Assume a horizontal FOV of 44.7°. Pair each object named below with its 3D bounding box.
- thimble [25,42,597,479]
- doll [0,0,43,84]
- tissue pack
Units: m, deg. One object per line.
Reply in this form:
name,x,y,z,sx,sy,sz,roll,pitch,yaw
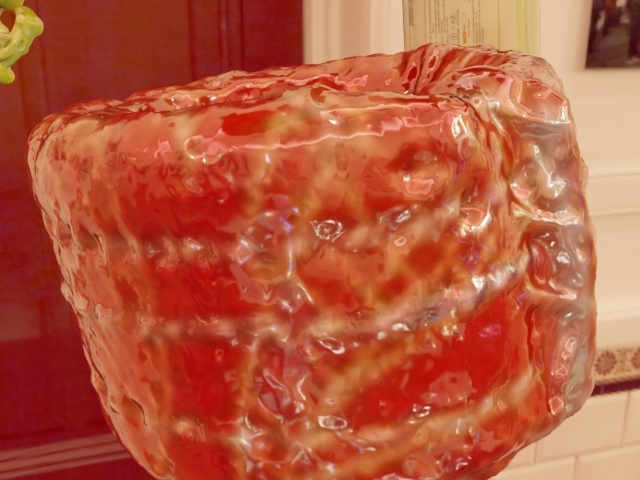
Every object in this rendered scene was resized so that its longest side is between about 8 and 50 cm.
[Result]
thimble,0.000,0.000,0.514,0.350,0.230,0.350,-8,17,3
doll,-0.303,-0.334,0.789,0.099,0.341,0.346,27,32,-41
tissue pack,0.194,-0.280,0.992,0.159,0.234,0.125,3,18,28
